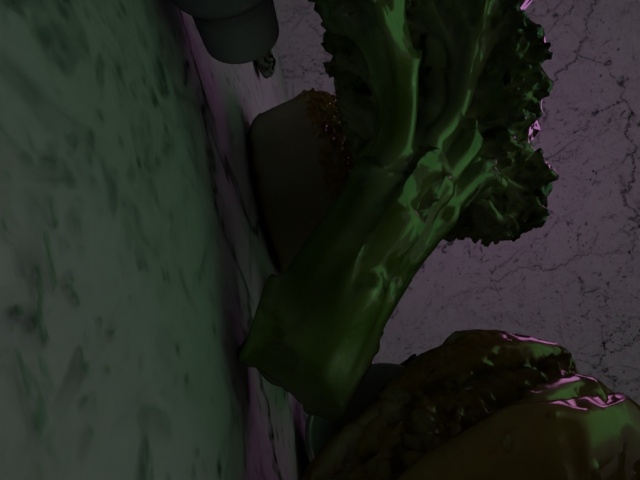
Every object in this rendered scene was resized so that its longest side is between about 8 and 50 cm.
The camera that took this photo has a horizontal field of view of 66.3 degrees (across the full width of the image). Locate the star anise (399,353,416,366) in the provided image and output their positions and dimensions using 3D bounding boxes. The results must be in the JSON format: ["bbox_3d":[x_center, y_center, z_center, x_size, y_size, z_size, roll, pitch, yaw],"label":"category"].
[{"bbox_3d":[0.093,0.312,0.815,0.129,0.212,0.282,43,26,-64],"label":"star anise"}]

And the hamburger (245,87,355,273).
[{"bbox_3d":[0.007,-0.075,0.724,0.276,0.179,0.294,-98,177,-51],"label":"hamburger"}]

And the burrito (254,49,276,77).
[{"bbox_3d":[-0.118,-0.384,1.044,0.118,0.044,0.074,-105,-175,-70],"label":"burrito"}]

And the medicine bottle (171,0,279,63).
[{"bbox_3d":[-0.083,-0.233,0.314,0.260,0.095,0.095,71,7,-65],"label":"medicine bottle"}]

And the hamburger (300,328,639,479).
[{"bbox_3d":[0.124,0.220,0.371,0.158,0.319,0.318,40,-32,54],"label":"hamburger"}]

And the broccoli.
[{"bbox_3d":[0.091,-0.046,0.470,0.275,0.353,0.396,-16,-111,59],"label":"broccoli"}]

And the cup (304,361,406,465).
[{"bbox_3d":[0.074,0.275,0.644,0.258,0.187,0.234,-105,-171,-48],"label":"cup"}]
